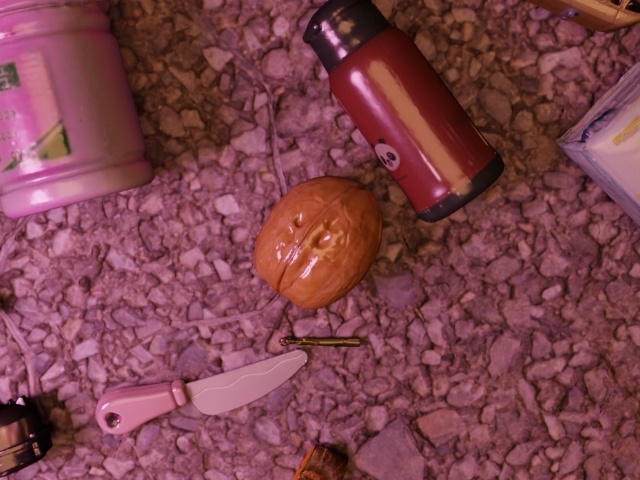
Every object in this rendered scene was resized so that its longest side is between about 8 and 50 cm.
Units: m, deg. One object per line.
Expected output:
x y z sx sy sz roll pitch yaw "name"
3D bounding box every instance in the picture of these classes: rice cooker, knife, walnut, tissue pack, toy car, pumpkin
-0.488 0.302 1.160 0.165 0.112 0.107 -25 91 1 "rice cooker"
-0.178 0.238 1.196 0.335 0.043 0.081 -13 110 -2 "knife"
0.000 0.000 1.110 0.165 0.165 0.197 40 102 -6 "walnut"
0.582 -0.103 1.101 0.388 0.162 0.287 43 99 -8 "tissue pack"
0.402 -0.362 1.099 0.256 0.101 0.125 23 97 -3 "toy car"
-0.002 0.370 1.221 0.073 0.035 0.101 28 93 -16 "pumpkin"

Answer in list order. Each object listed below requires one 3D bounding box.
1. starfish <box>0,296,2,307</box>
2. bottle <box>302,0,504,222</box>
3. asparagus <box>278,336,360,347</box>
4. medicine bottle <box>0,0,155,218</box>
-0.606 0.028 1.126 0.303 0.113 0.312 39 104 -3 "starfish"
0.108 -0.195 1.091 0.144 0.144 0.336 -37 97 3 "bottle"
-0.001 0.157 1.200 0.127 0.018 0.015 0 64 -2 "asparagus"
-0.364 -0.208 1.044 0.211 0.212 0.326 -14 98 0 "medicine bottle"
